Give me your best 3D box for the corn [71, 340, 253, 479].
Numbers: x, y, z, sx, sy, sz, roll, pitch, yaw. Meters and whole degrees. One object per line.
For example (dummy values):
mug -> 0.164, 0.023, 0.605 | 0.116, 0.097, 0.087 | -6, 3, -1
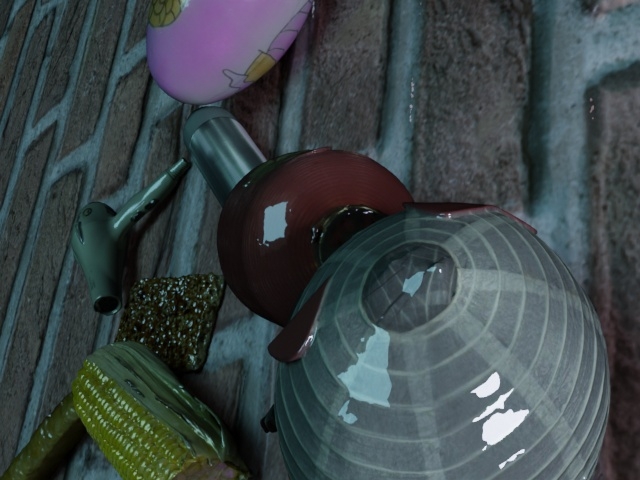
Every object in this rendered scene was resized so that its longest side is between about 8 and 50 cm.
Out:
corn -> -0.185, 0.210, 1.009 | 0.123, 0.122, 0.305 | -50, 39, -8

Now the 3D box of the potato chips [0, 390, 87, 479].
potato chips -> -0.371, 0.289, 1.251 | 0.407, 0.057, 0.080 | -48, 51, 22

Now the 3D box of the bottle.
bottle -> -0.113, -0.090, 1.132 | 0.253, 0.080, 0.096 | -126, 42, -51

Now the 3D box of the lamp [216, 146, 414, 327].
lamp -> 0.000, 0.000, 0.833 | 0.180, 0.180, 0.258 | -67, 17, -3

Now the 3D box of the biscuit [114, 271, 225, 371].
biscuit -> -0.207, 0.107, 1.176 | 0.231, 0.025, 0.131 | -9, 63, 51

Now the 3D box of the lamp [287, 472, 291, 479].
lamp -> 0.020, 0.193, 0.763 | 0.108, 0.092, 0.107 | 16, 114, 40

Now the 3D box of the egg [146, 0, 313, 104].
egg -> -0.119, -0.300, 1.171 | 0.196, 0.196, 0.271 | 38, 108, 55

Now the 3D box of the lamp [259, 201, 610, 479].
lamp -> 0.082, 0.091, 0.617 | 0.233, 0.233, 0.265 | 0, 41, 53

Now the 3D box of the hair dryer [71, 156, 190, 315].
hair dryer -> -0.281, 0.004, 1.300 | 0.225, 0.088, 0.218 | -24, 47, 29
